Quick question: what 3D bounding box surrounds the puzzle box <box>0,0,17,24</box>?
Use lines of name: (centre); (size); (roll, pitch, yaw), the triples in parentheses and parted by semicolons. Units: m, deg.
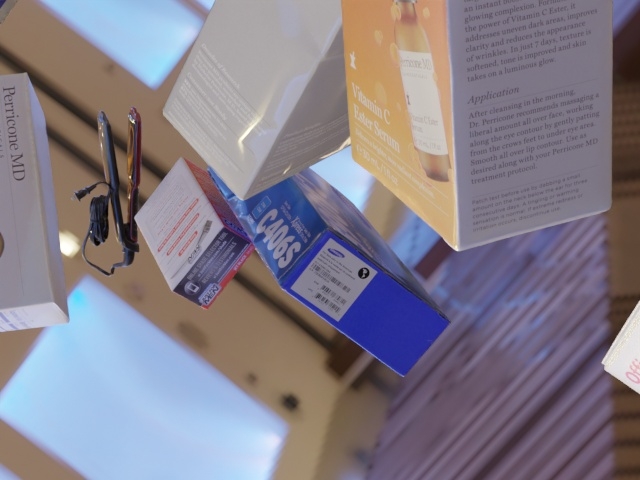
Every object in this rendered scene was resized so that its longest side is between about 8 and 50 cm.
puzzle box: (-0.450, -0.288, 1.587); (0.409, 0.272, 0.052); (26, -163, -45)

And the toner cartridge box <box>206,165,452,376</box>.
toner cartridge box: (0.000, 0.000, 1.757); (0.165, 0.075, 0.348); (38, -174, -25)

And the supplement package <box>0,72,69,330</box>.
supplement package: (-0.362, -0.016, 1.497); (0.198, 0.263, 0.199); (121, 142, -81)

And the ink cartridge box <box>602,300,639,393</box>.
ink cartridge box: (0.415, 0.120, 1.555); (0.283, 0.117, 0.207); (35, 159, 11)

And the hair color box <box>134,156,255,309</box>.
hair color box: (-0.138, -0.010, 1.897); (0.053, 0.093, 0.167); (31, -166, -32)

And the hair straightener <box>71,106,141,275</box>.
hair straightener: (-0.270, -0.056, 2.186); (0.089, 0.230, 0.047); (-6, -149, -19)

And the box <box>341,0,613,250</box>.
box: (0.076, -0.104, 0.879); (0.091, 0.170, 0.130); (-15, -152, -18)

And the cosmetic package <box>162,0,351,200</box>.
cosmetic package: (-0.002, -0.149, 1.192); (0.127, 0.238, 0.107); (-27, -113, -41)
